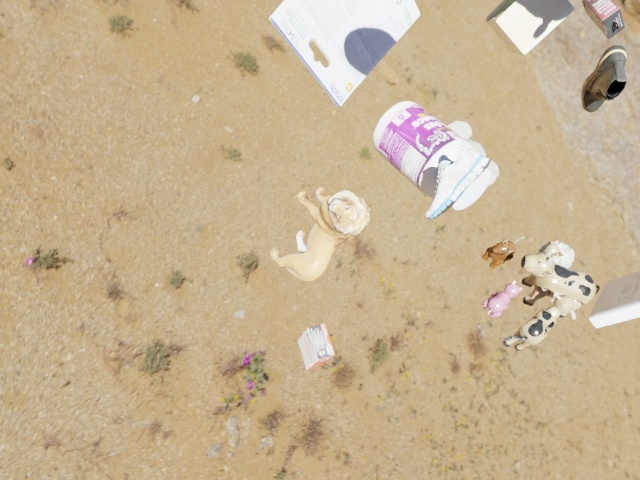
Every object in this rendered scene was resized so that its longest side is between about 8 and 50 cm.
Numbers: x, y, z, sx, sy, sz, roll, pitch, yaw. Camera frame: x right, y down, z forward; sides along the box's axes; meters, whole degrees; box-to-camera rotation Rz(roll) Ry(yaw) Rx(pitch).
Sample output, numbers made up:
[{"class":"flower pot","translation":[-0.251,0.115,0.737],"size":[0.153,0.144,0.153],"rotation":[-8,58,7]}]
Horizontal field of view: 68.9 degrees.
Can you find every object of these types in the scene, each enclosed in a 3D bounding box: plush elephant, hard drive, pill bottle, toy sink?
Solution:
[{"class":"plush elephant","translation":[0.464,-0.279,1.648],"size":[0.272,0.255,0.330],"rotation":[59,19,-16]},{"class":"hard drive","translation":[0.916,0.114,1.229],"size":[0.233,0.353,0.047],"rotation":[-31,85,-41]},{"class":"pill bottle","translation":[0.287,-0.218,1.209],"size":[0.169,0.169,0.302],"rotation":[-10,47,-40]},{"class":"toy sink","translation":[0.560,-0.622,1.286],"size":[0.131,0.152,0.234],"rotation":[44,25,-10]}]

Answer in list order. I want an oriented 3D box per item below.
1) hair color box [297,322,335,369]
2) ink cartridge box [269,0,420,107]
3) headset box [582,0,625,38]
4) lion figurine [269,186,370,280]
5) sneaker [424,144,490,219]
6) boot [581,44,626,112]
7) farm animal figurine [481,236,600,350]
[{"class":"hair color box","translation":[-0.015,0.299,1.307],"size":[0.053,0.167,0.093],"rotation":[-13,70,-17]},{"class":"ink cartridge box","translation":[0.061,-0.553,1.133],"size":[0.071,0.330,0.324],"rotation":[45,5,40]},{"class":"headset box","translation":[0.495,-0.399,0.817],"size":[0.062,0.032,0.083],"rotation":[18,45,-48]},{"class":"lion figurine","translation":[0.000,0.000,1.367],"size":[0.142,0.393,0.240],"rotation":[-10,45,-40]},{"class":"sneaker","translation":[0.277,-0.127,1.011],"size":[0.083,0.191,0.071],"rotation":[44,38,12]},{"class":"boot","translation":[0.753,-0.393,1.247],"size":[0.076,0.198,0.137],"rotation":[7,57,16]},{"class":"farm animal figurine","translation":[0.598,0.120,1.241],"size":[0.326,0.172,0.331],"rotation":[6,55,-17]}]
